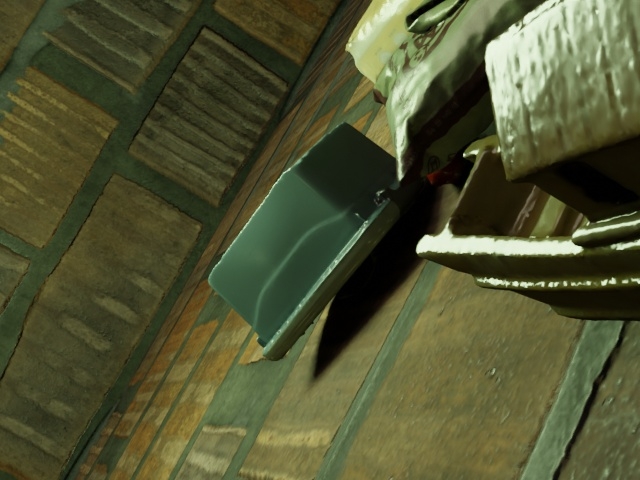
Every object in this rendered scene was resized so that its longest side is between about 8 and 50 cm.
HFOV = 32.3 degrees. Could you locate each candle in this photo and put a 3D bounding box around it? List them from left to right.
[{"bbox_3d":[0.114,-0.116,1.135,0.329,0.048,0.051,-87,-11,-70],"label":"candle"}]

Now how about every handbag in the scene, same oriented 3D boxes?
[{"bbox_3d":[0.138,-0.164,0.946,0.235,0.127,0.213,-42,16,18],"label":"handbag"}]

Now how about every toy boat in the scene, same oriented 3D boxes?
[{"bbox_3d":[0.150,-0.041,0.395,0.136,0.162,0.445,-64,11,-15],"label":"toy boat"}]

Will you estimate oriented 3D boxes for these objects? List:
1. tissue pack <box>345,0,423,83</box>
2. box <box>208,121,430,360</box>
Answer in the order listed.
[{"bbox_3d":[0.140,-0.318,1.398,0.186,0.090,0.222,-44,-4,-43],"label":"tissue pack"},{"bbox_3d":[0.000,0.000,1.103,0.227,0.130,0.162,-53,-4,36],"label":"box"}]
